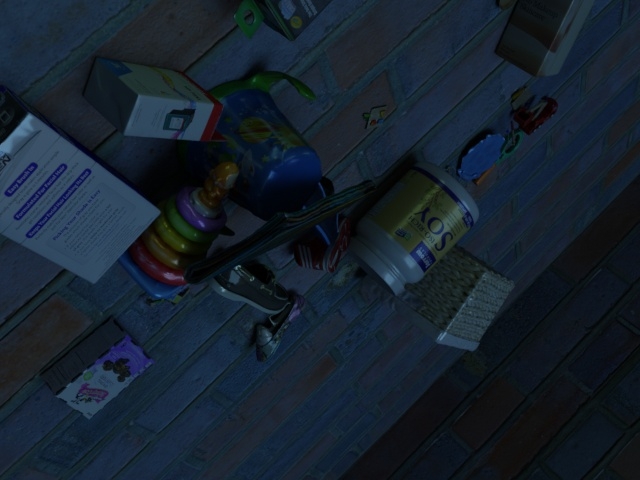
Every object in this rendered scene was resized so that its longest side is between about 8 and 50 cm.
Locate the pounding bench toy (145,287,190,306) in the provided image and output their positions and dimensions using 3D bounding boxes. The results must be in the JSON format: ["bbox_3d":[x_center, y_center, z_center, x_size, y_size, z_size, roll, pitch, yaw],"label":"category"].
[{"bbox_3d":[-0.346,0.119,1.690,0.083,0.052,0.065,-48,151,0],"label":"pounding bench toy"}]

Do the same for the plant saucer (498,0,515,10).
[{"bbox_3d":[0.482,-0.632,1.929,0.083,0.015,0.083,-34,148,-25],"label":"plant saucer"}]

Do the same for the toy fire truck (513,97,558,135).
[{"bbox_3d":[0.694,-0.410,2.420,0.192,0.047,0.135,-39,157,-15],"label":"toy fire truck"}]

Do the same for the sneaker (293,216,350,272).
[{"bbox_3d":[0.000,0.000,1.994,0.221,0.128,0.087,-58,150,-57],"label":"sneaker"}]

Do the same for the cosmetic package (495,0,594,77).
[{"bbox_3d":[0.609,-0.601,1.998,0.129,0.153,0.296,-18,138,-43],"label":"cosmetic package"}]

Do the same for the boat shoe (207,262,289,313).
[{"bbox_3d":[-0.161,0.104,1.860,0.091,0.109,0.305,-48,147,10],"label":"boat shoe"}]

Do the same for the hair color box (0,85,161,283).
[{"bbox_3d":[-0.445,-0.079,1.250,0.185,0.110,0.339,-47,147,-2],"label":"hair color box"}]

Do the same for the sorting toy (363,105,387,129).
[{"bbox_3d":[0.132,-0.301,1.863,0.083,0.012,0.062,-20,140,-41],"label":"sorting toy"}]

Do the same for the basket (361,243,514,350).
[{"bbox_3d":[0.368,0.138,2.322,0.266,0.328,0.331,-58,148,8],"label":"basket"}]

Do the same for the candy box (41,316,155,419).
[{"bbox_3d":[-0.491,0.286,1.678,0.196,0.070,0.165,-41,150,-13],"label":"candy box"}]

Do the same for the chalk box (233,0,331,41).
[{"bbox_3d":[-0.073,-0.449,1.305,0.213,0.132,0.132,-46,151,-2],"label":"chalk box"}]

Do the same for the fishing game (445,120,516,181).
[{"bbox_3d":[0.502,-0.266,2.366,0.264,0.041,0.189,-38,149,-2],"label":"fishing game"}]

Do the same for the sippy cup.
[{"bbox_3d":[-0.124,-0.161,1.480,0.240,0.224,0.305,-28,144,-32],"label":"sippy cup"}]

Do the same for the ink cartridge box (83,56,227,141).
[{"bbox_3d":[-0.266,-0.237,1.294,0.231,0.134,0.078,-5,129,-51],"label":"ink cartridge box"}]

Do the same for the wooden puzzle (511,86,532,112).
[{"bbox_3d":[0.625,-0.440,2.347,0.078,0.014,0.116,-42,150,-2],"label":"wooden puzzle"}]

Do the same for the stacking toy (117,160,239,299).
[{"bbox_3d":[-0.242,-0.042,1.417,0.302,0.166,0.175,-44,178,30],"label":"stacking toy"}]

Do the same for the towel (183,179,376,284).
[{"bbox_3d":[-0.070,-0.022,1.468,0.271,0.040,0.370,-29,179,32],"label":"towel"}]

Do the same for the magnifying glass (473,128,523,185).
[{"bbox_3d":[0.587,-0.272,2.482,0.231,0.026,0.092,-47,150,-1],"label":"magnifying glass"}]

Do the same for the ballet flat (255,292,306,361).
[{"bbox_3d":[-0.128,0.236,2.108,0.221,0.077,0.079,-53,132,-1],"label":"ballet flat"}]

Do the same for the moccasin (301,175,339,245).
[{"bbox_3d":[-0.008,-0.101,1.794,0.117,0.138,0.342,-47,152,-10],"label":"moccasin"}]

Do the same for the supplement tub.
[{"bbox_3d":[0.251,-0.032,2.105,0.331,0.241,0.241,-46,150,-5],"label":"supplement tub"}]
